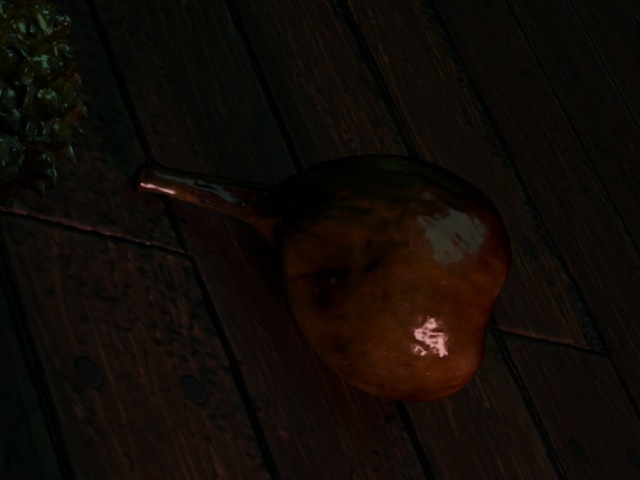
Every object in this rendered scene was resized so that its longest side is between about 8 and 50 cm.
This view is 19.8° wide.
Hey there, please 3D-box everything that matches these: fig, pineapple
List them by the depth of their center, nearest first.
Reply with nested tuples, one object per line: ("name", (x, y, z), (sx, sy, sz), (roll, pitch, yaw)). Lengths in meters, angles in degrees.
("pineapple", (-0.211, -0.078, 1.124), (0.137, 0.161, 0.176), (52, -23, 46))
("fig", (0.017, 0.000, 1.387), (0.290, 0.191, 0.190), (34, 31, -30))

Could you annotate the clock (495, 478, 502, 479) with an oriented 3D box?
("clock", (-0.006, 0.238, 0.903), (0.284, 0.309, 0.114), (19, 43, -45))
